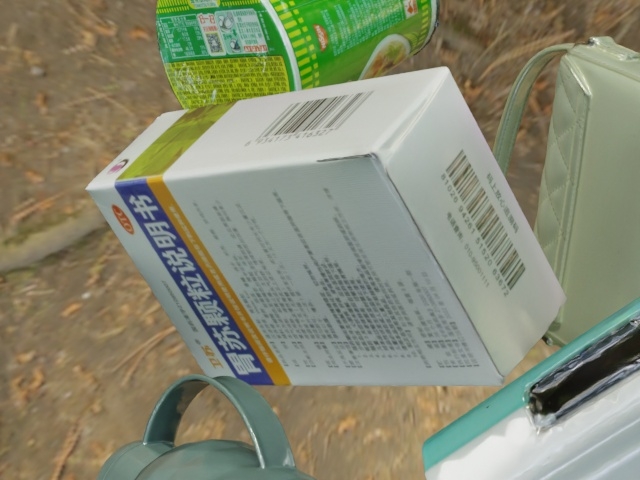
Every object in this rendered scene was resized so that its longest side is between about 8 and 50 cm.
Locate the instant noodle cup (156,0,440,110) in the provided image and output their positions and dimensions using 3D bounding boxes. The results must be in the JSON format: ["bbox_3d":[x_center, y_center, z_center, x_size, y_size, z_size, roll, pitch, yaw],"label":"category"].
[{"bbox_3d":[-0.012,-0.210,1.629,0.232,0.207,0.207,-29,91,-37],"label":"instant noodle cup"}]

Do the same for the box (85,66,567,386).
[{"bbox_3d":[0.000,0.000,1.182,0.106,0.299,0.200,-49,120,-35],"label":"box"}]

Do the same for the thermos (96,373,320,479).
[{"bbox_3d":[-0.059,0.194,1.109,0.145,0.286,0.182,6,99,-35],"label":"thermos"}]

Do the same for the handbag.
[{"bbox_3d":[0.212,-0.031,1.275,0.079,0.219,0.256,-10,117,-35],"label":"handbag"}]

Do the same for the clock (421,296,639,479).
[{"bbox_3d":[0.226,0.113,0.855,0.262,0.231,0.116,-38,47,25],"label":"clock"}]
